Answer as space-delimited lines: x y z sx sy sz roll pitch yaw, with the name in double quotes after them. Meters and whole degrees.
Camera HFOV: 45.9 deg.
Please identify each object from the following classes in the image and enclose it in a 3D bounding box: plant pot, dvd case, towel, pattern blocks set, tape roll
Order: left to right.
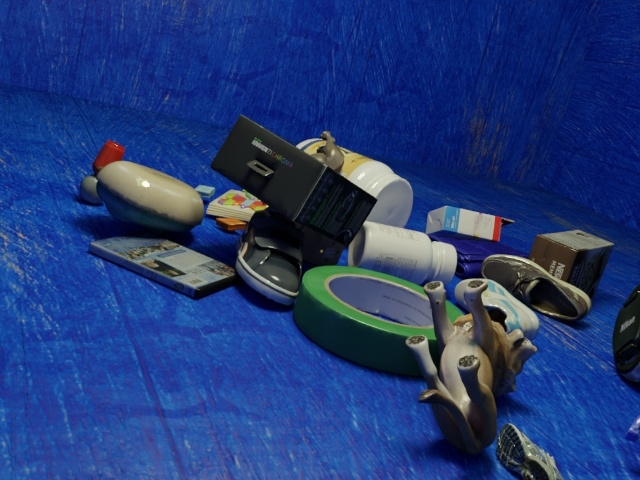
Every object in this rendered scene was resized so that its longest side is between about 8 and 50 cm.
-0.292 0.042 1.466 0.253 0.022 0.180 21 15 20 "dvd case"
-0.181 -0.085 1.905 0.325 0.026 0.285 7 22 0 "pattern blocks set"
0.000 0.000 1.759 0.109 0.109 0.096 4 30 -36 "plant pot"
0.112 0.142 1.407 0.321 0.077 0.321 14 16 -4 "tape roll"
0.446 0.041 2.093 0.308 0.076 0.228 6 19 -33 "towel"

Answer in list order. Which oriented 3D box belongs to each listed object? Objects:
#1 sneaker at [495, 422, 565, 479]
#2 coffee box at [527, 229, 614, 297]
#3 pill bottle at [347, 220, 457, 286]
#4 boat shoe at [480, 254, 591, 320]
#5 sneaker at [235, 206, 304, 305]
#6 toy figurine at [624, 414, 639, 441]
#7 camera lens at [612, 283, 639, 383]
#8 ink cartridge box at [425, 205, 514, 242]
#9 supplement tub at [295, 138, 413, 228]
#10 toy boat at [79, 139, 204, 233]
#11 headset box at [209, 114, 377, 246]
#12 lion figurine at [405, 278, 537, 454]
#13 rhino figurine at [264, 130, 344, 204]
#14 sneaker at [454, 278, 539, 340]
0.296 0.311 1.061 0.058 0.052 0.135 19 20 -26 "sneaker"
0.656 0.073 2.014 0.119 0.168 0.297 26 19 34 "coffee box"
0.189 0.038 1.741 0.229 0.131 0.131 11 16 -15 "pill bottle"
0.522 0.116 1.862 0.285 0.102 0.092 29 14 23 "boat shoe"
-0.098 0.015 1.525 0.126 0.127 0.321 27 11 -22 "sneaker"
0.579 0.352 1.112 0.217 0.191 0.362 -26 41 -21 "toy figurine"
0.754 0.208 1.529 0.274 0.219 0.219 16 15 4 "camera lens"
0.451 -0.037 2.282 0.231 0.078 0.134 11 -10 -14 "ink cartridge box"
0.064 -0.124 2.011 0.316 0.228 0.228 27 19 36 "supplement tub"
-0.406 -0.098 1.647 0.318 0.148 0.267 32 7 35 "toy boat"
-0.055 -0.123 1.588 0.246 0.131 0.283 34 4 27 "headset box"
0.223 0.211 1.141 0.142 0.240 0.392 -7 22 27 "lion figurine"
-0.045 -0.165 1.892 0.106 0.243 0.073 51 -4 36 "rhino figurine"
0.362 0.143 1.633 0.092 0.087 0.229 3 18 -33 "sneaker"
